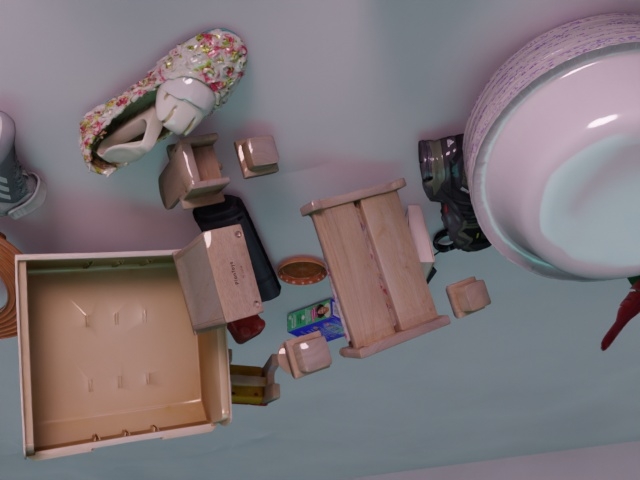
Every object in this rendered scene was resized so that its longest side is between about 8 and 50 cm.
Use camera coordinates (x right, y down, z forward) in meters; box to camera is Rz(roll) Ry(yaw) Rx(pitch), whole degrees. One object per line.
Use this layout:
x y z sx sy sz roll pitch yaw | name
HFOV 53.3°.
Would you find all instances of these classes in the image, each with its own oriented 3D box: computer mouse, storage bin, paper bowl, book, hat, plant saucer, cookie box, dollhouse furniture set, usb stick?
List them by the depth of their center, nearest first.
0.298 -0.075 0.662 0.284 0.148 0.284 3 126 4 | paper bowl
0.000 0.000 0.842 0.355 0.304 0.173 -15 176 -26 | dollhouse furniture set
-0.271 0.150 0.876 0.262 0.261 0.123 -2 173 -26 | storage bin
0.134 0.026 0.951 0.035 0.096 0.144 -1 148 -3 | book
-0.121 0.022 0.973 0.077 0.045 0.278 -5 148 6 | usb stick
0.538 0.080 0.982 0.208 0.184 0.173 -23 144 30 | hat
0.179 0.042 1.033 0.071 0.041 0.242 13 145 -22 | computer mouse
-0.030 0.050 1.056 0.083 0.013 0.083 -3 149 -2 | plant saucer
-0.266 0.172 1.064 0.373 0.201 0.152 12 146 -24 | dollhouse furniture set
0.005 0.156 1.207 0.107 0.040 0.091 -24 143 30 | cookie box

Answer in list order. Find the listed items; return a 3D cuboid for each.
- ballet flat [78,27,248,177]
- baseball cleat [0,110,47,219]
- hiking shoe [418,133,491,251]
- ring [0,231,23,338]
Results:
-0.170 -0.134 0.684 0.240 0.077 0.091 -25 141 31 | ballet flat
-0.378 -0.088 0.771 0.109 0.072 0.205 6 155 -40 | baseball cleat
0.210 -0.058 0.827 0.114 0.086 0.227 -14 146 24 | hiking shoe
-0.571 0.043 0.941 0.336 0.032 0.337 4 139 3 | ring
